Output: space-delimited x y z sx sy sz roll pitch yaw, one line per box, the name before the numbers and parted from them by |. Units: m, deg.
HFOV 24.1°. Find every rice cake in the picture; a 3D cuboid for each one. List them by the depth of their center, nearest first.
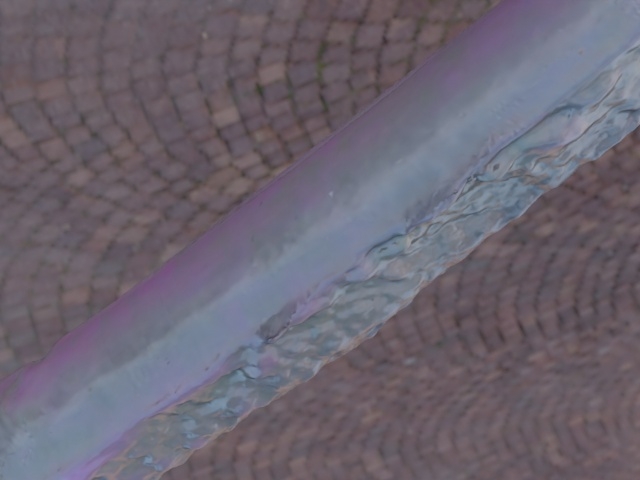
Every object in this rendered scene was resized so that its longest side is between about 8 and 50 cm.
rice cake | 0.000 0.000 0.430 0.270 0.055 0.049 -36 147 21
